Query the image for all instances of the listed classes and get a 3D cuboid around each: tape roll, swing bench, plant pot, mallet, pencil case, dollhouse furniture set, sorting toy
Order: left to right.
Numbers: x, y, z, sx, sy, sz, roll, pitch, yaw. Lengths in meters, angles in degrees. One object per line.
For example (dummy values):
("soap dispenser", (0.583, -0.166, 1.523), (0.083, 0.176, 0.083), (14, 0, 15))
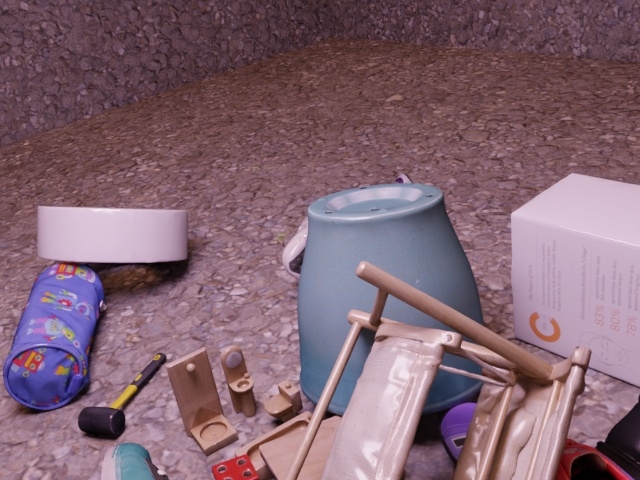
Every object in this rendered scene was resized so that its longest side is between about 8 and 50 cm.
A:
("pencil case", (-0.434, 0.148, 1.184), (0.133, 0.119, 0.306), (16, 20, -18))
("tape roll", (-0.403, -0.015, 1.385), (0.286, 0.100, 0.286), (1, 3, 0))
("mallet", (-0.297, 0.228, 1.079), (0.062, 0.039, 0.189), (-5, 22, 15))
("dollhouse furniture set", (-0.095, 0.214, 0.930), (0.144, 0.123, 0.151), (-24, 30, -25))
("sorting toy", (0.005, 0.280, 0.846), (0.275, 0.046, 0.132), (-16, 27, -22))
("plant pot", (0.087, 0.062, 0.969), (0.272, 0.255, 0.271), (-8, 15, 2))
("swing bench", (0.105, 0.200, 0.720), (0.255, 0.165, 0.253), (22, 67, 9))

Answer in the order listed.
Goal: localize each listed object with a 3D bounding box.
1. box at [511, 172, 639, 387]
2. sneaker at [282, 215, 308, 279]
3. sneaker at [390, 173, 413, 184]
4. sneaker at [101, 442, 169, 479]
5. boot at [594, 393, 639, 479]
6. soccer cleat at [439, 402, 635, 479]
("box", (0.446, 0.064, 0.941), (0.168, 0.215, 0.345), (-29, 33, -34))
("sneaker", (0.000, 0.000, 1.355), (0.118, 0.110, 0.292), (-3, 19, 30))
("sneaker", (0.172, -0.060, 1.453), (0.098, 0.083, 0.223), (-31, 22, 4))
("sneaker", (-0.158, 0.329, 0.761), (0.121, 0.108, 0.302), (-16, 36, -14))
("boot", (0.421, 0.199, 0.717), (0.207, 0.094, 0.246), (-54, 32, -5))
("soccer cleat", (0.247, 0.245, 0.761), (0.109, 0.116, 0.318), (-22, 30, -23))
